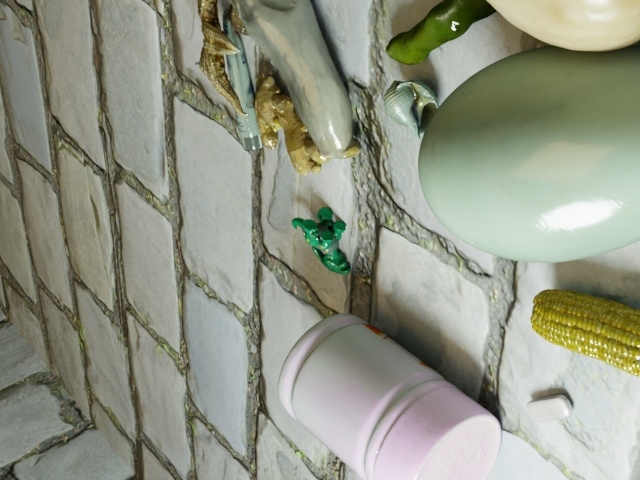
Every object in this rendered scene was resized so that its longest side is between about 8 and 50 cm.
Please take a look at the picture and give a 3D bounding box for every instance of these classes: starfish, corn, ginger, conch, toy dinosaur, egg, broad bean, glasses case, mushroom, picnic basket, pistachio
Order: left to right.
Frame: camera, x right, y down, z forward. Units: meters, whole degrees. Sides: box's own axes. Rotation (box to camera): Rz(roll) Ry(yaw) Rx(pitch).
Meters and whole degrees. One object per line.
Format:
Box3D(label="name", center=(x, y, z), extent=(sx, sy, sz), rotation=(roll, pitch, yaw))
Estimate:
Box3D(label="starfish", center=(-0.164, -0.326, 1.681), extent=(0.235, 0.062, 0.277), rotation=(106, 155, -60))
Box3D(label="picnic basket", center=(-0.114, -0.358, 1.671), extent=(0.083, 0.072, 0.072), rotation=(-107, 2, -73))
Box3D(label="ginger", center=(-0.058, -0.185, 1.708), extent=(0.193, 0.053, 0.176), rotation=(-11, 103, 60))
Box3D(label="mushroom", center=(-0.036, -0.278, 1.569), extent=(0.109, 0.097, 0.351), rotation=(-24, 93, 57))
Box3D(label="toy dinosaur", center=(0.000, 0.000, 1.752), extent=(0.132, 0.059, 0.096), rotation=(37, 146, 26))
Box3D(label="conch", center=(0.128, -0.182, 1.421), extent=(0.076, 0.056, 0.085), rotation=(-32, 104, 40))
Box3D(label="broad bean", center=(0.152, -0.272, 1.330), extent=(0.256, 0.052, 0.052), rotation=(-22, 51, 62))
Box3D(label="glasses case", center=(0.315, 0.232, 1.458), extent=(0.083, 0.021, 0.032), rotation=(-30, 83, 59))
Box3D(label="pistachio", center=(0.232, -0.300, 1.009), extent=(0.309, 0.230, 0.229), rotation=(-128, 31, -46))
Box3D(label="egg", center=(0.259, -0.092, 1.113), extent=(0.371, 0.230, 0.230), rotation=(-8, 104, 52))
Box3D(label="corn", center=(0.347, 0.110, 1.268), extent=(0.238, 0.080, 0.080), rotation=(22, 129, 53))

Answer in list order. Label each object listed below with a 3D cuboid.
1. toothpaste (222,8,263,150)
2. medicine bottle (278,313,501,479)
Box3D(label="toothpaste", center=(-0.135, -0.268, 1.780), extent=(0.062, 0.039, 0.239), rotation=(-121, 20, -67))
Box3D(label="medicine bottle", center=(0.102, 0.270, 1.638), extent=(0.316, 0.202, 0.202), rotation=(35, 138, 41))
